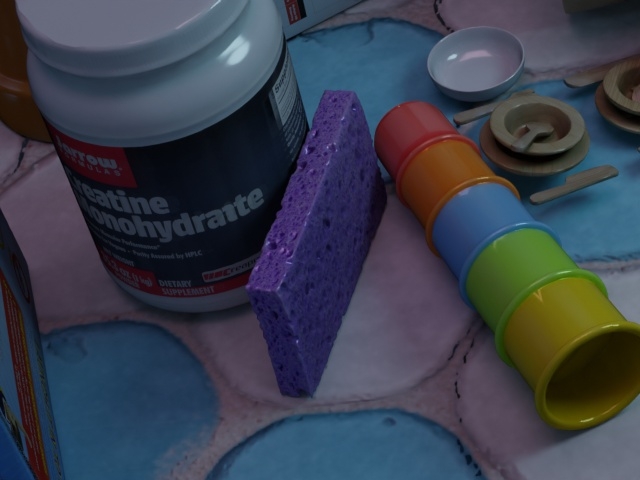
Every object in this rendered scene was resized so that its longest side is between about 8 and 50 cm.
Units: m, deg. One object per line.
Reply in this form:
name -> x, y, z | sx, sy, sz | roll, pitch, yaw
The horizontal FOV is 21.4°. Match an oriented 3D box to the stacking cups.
stacking cups -> 0.124, -0.001, 1.250 | 0.096, 0.096, 0.316 | -25, 46, -9

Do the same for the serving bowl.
serving bowl -> 0.133, -0.144, 1.435 | 0.083, 0.027, 0.083 | -8, 45, 8

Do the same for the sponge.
sponge -> 0.000, 0.000, 1.268 | 0.031, 0.117, 0.210 | 4, 48, 21

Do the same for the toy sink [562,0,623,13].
toy sink -> 0.254, -0.334, 1.444 | 0.152, 0.131, 0.234 | -13, 66, 9

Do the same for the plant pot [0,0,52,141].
plant pot -> -0.222, -0.223, 1.491 | 0.205, 0.188, 0.205 | -7, 46, 8

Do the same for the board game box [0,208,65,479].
board game box -> -0.273, 0.032, 1.179 | 0.086, 0.302, 0.308 | -18, 44, -2

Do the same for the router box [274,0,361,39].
router box -> 0.018, -0.367, 1.466 | 0.301, 0.335, 0.082 | -28, 46, -15

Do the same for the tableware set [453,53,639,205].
tableware set -> 0.216, -0.106, 1.345 | 0.194, 0.039, 0.128 | -20, 44, -19

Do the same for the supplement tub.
supplement tub -> -0.108, -0.095, 1.279 | 0.191, 0.272, 0.191 | -8, 45, 8
